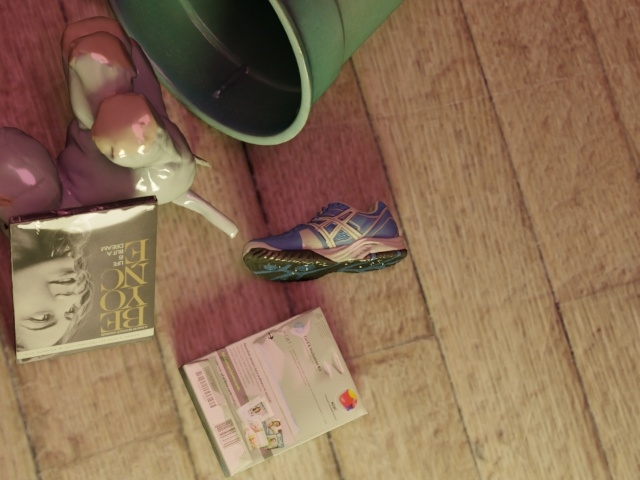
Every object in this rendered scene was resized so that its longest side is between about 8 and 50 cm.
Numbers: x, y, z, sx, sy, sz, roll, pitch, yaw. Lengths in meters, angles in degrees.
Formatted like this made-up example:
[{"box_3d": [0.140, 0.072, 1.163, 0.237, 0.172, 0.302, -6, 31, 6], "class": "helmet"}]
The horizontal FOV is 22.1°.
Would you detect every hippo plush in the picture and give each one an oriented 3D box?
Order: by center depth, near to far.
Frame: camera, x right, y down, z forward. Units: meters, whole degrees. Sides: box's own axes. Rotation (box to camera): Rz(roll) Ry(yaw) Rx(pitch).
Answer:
[{"box_3d": [-0.283, -0.103, 1.892, 0.237, 0.294, 0.234, -28, 59, 5], "class": "hippo plush"}]

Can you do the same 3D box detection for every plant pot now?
[{"box_3d": [-0.034, -0.348, 1.944, 0.341, 0.341, 0.334, 48, 63, -2], "class": "plant pot"}]

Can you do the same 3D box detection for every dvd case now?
[{"box_3d": [-0.267, 0.047, 1.853, 0.165, 0.221, 0.018, -9, 46, -17], "class": "dvd case"}]

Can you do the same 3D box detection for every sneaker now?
[{"box_3d": [0.000, 0.000, 2.002, 0.211, 0.080, 0.081, -5, 73, -26], "class": "sneaker"}]

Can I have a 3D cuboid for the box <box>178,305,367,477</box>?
[{"box_3d": [-0.057, 0.180, 1.963, 0.186, 0.038, 0.145, -23, 86, -18], "class": "box"}]
